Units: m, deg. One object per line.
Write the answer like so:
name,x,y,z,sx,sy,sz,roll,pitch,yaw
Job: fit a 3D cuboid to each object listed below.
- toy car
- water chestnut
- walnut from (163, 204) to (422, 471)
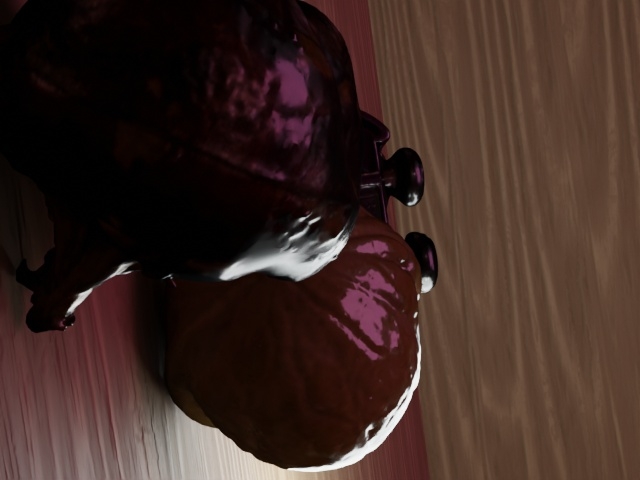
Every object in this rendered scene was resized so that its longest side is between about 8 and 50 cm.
toy car,0.000,0.000,1.999,0.240,0.271,0.340,135,-50,-79
water chestnut,-0.127,-0.070,1.210,0.347,0.335,0.335,-65,166,-5
walnut,-0.028,0.099,1.621,0.333,0.333,0.332,-7,90,-80
